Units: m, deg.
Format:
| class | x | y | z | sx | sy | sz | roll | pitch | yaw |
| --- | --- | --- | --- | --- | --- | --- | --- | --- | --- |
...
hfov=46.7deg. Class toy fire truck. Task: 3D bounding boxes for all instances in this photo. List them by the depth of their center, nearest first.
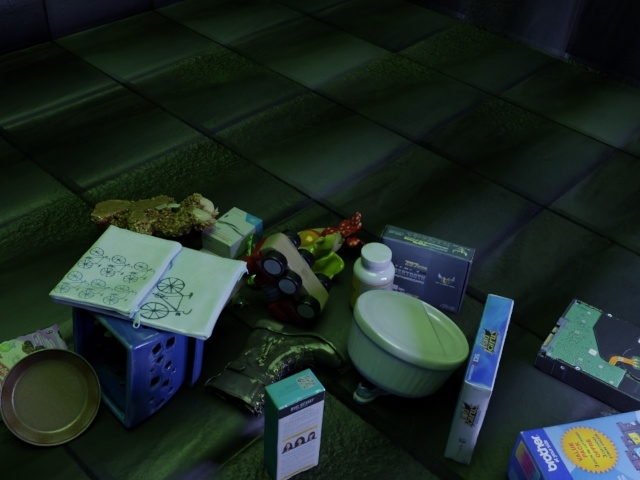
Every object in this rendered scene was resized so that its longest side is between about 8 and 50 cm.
| class | x | y | z | sx | sy | sz | roll | pitch | yaw |
| --- | --- | --- | --- | --- | --- | --- | --- | --- | --- |
| toy fire truck | -0.133 | 0.120 | 1.811 | 0.246 | 0.217 | 0.158 | -20 | 26 | 35 |

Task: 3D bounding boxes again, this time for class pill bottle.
| class | x | y | z | sx | sy | sz | roll | pitch | yaw |
| --- | --- | --- | --- | --- | --- | --- | --- | --- | --- |
| pill bottle | 0.129 | 0.099 | 1.832 | 0.103 | 0.184 | 0.103 | 3 | 39 | -2 |

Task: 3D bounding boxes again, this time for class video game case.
| class | x | y | z | sx | sy | sz | roll | pitch | yaw |
| --- | --- | --- | --- | --- | --- | --- | --- | --- | --- |
| video game case | 0.335 | 0.291 | 1.566 | 0.061 | 0.244 | 0.269 | 15 | 40 | 15 |

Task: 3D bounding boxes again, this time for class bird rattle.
| class | x | y | z | sx | sy | sz | roll | pitch | yaw |
| --- | --- | --- | --- | --- | --- | --- | --- | --- | --- |
| bird rattle | 0.000 | 0.000 | 1.998 | 0.207 | 0.143 | 0.253 | 3 | 33 | 25 |

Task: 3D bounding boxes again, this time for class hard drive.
| class | x | y | z | sx | sy | sz | roll | pitch | yaw |
| --- | --- | --- | --- | --- | --- | --- | --- | --- | --- |
| hard drive | 0.708 | 0.289 | 1.743 | 0.339 | 0.064 | 0.237 | 27 | 44 | 24 |

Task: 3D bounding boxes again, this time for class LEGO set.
| class | x | y | z | sx | sy | sz | roll | pitch | yaw |
| --- | --- | --- | --- | --- | --- | --- | --- | --- | --- |
| LEGO set | -0.219 | 0.148 | 1.868 | 0.083 | 0.023 | 0.054 | 0 | 39 | -5 |

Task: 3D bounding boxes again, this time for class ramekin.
| class | x | y | z | sx | sy | sz | roll | pitch | yaw |
| --- | --- | --- | --- | --- | --- | --- | --- | --- | --- |
| ramekin | 0.184 | 0.236 | 1.660 | 0.273 | 0.127 | 0.273 | 19 | 23 | -8 |

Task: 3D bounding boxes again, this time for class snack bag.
| class | x | y | z | sx | sy | sz | roll | pitch | yaw |
| --- | --- | --- | --- | --- | --- | --- | --- | --- | --- |
| snack bag | -0.354 | 0.083 | 1.600 | 0.342 | 0.037 | 0.323 | 15 | 28 | 3 |

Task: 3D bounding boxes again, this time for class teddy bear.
| class | x | y | z | sx | sy | sz | roll | pitch | yaw |
| --- | --- | --- | --- | --- | --- | --- | --- | --- | --- |
| teddy bear | -0.442 | -0.051 | 2.013 | 0.338 | 0.113 | 0.245 | -11 | 28 | -16 |

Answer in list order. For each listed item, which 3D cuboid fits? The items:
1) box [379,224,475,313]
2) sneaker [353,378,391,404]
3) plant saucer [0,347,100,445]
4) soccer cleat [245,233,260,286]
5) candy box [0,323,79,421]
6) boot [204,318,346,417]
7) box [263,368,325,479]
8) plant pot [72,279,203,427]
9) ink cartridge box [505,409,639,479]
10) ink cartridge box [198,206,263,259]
| class | x | y | z | sx | sy | sz | roll | pitch | yaw |
| --- | --- | --- | --- | --- | --- | --- | --- | --- | --- |
| box | 0.259 | 0.073 | 1.876 | 0.233 | 0.183 | 0.059 | 17 | 40 | 14 |
| sneaker | 0.136 | 0.318 | 1.662 | 0.135 | 0.058 | 0.052 | -24 | 47 | -31 |
| plant saucer | -0.562 | 0.324 | 1.542 | 0.199 | 0.036 | 0.198 | 5 | 78 | -23 |
| soccer cleat | -0.162 | 0.054 | 1.970 | 0.072 | 0.060 | 0.179 | 6 | 44 | -13 |
| candy box | -0.646 | 0.289 | 1.620 | 0.196 | 0.070 | 0.165 | -19 | 45 | -26 |
| boot | -0.098 | 0.302 | 1.657 | 0.263 | 0.091 | 0.229 | 15 | 45 | 19 |
| box | -0.055 | 0.365 | 1.440 | 0.100 | 0.244 | 0.060 | -18 | 44 | -26 |
| plant pot | -0.387 | 0.220 | 1.610 | 0.212 | 0.236 | 0.236 | -22 | 45 | -39 |
| ink cartridge box | 0.542 | 0.491 | 1.418 | 0.395 | 0.151 | 0.270 | -8 | 40 | -12 |
| ink cartridge box | -0.252 | -0.009 | 2.030 | 0.104 | 0.060 | 0.180 | 25 | 44 | 23 |
